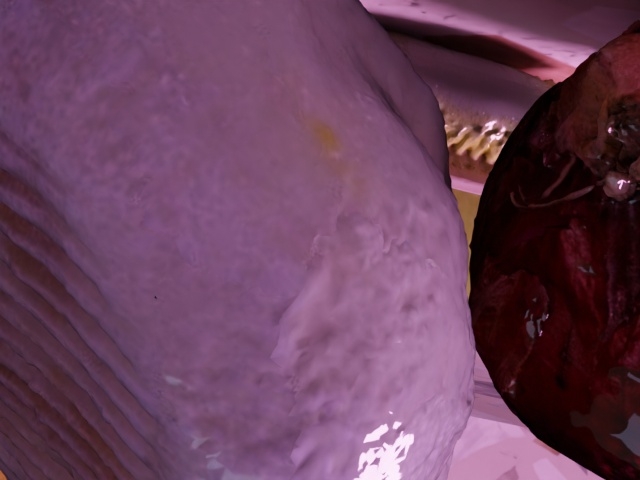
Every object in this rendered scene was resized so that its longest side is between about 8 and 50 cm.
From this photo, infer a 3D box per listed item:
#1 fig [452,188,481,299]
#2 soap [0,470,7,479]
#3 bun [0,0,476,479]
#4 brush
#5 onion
[{"bbox_3d":[-0.005,0.009,1.169,0.230,0.207,0.207,20,167,-39],"label":"fig"},{"bbox_3d":[-0.252,-0.010,1.271,0.339,0.304,0.169,27,123,-15],"label":"soap"},{"bbox_3d":[-0.062,0.003,0.888,0.211,0.361,0.362,-28,-167,-30],"label":"bun"},{"bbox_3d":[-0.007,-0.094,1.021,0.313,0.072,0.067,15,148,-7],"label":"brush"},{"bbox_3d":[0.196,0.027,0.879,0.281,0.221,0.281,43,163,17],"label":"onion"}]
